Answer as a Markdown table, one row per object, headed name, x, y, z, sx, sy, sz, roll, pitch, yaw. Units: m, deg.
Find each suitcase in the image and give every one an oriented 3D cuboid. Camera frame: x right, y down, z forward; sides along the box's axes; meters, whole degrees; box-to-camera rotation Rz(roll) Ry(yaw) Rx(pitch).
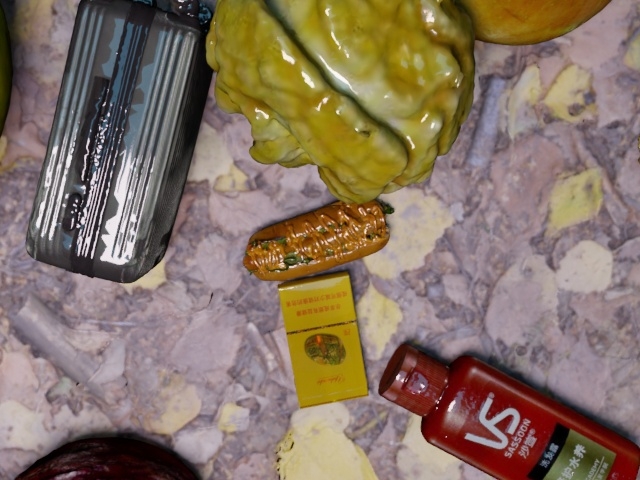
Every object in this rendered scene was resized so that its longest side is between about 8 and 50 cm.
| name | x | y | z | sx | sy | sz | roll | pitch | yaw |
| --- | --- | --- | --- | --- | --- | --- | --- | --- | --- |
| suitcase | -0.197 | -0.114 | 0.856 | 0.128 | 0.202 | 0.312 | 15 | 95 | -4 |

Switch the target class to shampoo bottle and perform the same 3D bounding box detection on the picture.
| name | x | y | z | sx | sy | sz | roll | pitch | yaw |
| --- | --- | --- | --- | --- | --- | --- | --- | --- | --- |
| shampoo bottle | 0.221 | 0.223 | 0.971 | 0.314 | 0.076 | 0.118 | 29 | 97 | -5 |

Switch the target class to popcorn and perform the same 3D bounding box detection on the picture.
| name | x | y | z | sx | sy | sz | roll | pitch | yaw |
| --- | --- | --- | --- | --- | --- | --- | --- | --- | --- |
| popcorn | 0.028 | -0.172 | 0.826 | 0.282 | 0.247 | 0.282 | 4 | 78 | -22 |

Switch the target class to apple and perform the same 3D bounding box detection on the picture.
| name | x | y | z | sx | sy | sz | roll | pitch | yaw |
| --- | --- | --- | --- | --- | --- | --- | --- | --- | --- |
| apple | 0.212 | -0.323 | 0.866 | 0.236 | 0.207 | 0.237 | 1 | 88 | -20 |

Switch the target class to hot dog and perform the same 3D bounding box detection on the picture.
| name | x | y | z | sx | sy | sz | roll | pitch | yaw |
| --- | --- | --- | --- | --- | --- | --- | --- | --- | --- |
| hot dog | 0.000 | 0.000 | 0.949 | 0.188 | 0.055 | 0.072 | -19 | 95 | 1 |

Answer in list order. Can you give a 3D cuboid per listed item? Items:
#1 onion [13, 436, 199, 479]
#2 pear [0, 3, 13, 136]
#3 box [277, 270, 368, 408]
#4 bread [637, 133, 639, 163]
| name | x | y | z | sx | sy | sz | roll | pitch | yaw |
| --- | --- | --- | --- | --- | --- | --- | --- | --- | --- |
| onion | -0.227 | 0.395 | 0.887 | 0.281 | 0.260 | 0.337 | -10 | 96 | -6 |
| pear | -0.431 | -0.205 | 0.808 | 0.165 | 0.398 | 0.399 | -38 | 98 | -39 |
| box | 0.004 | 0.119 | 0.969 | 0.086 | 0.023 | 0.155 | -11 | 104 | -5 |
| bread | 0.452 | -0.090 | 0.951 | 0.140 | 0.069 | 0.128 | -15 | 97 | 0 |
